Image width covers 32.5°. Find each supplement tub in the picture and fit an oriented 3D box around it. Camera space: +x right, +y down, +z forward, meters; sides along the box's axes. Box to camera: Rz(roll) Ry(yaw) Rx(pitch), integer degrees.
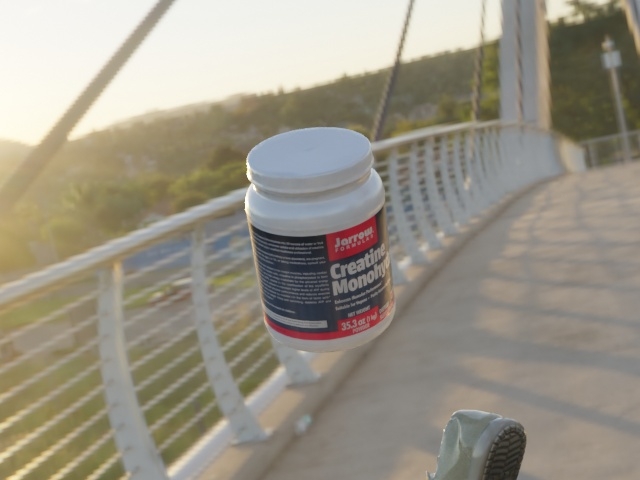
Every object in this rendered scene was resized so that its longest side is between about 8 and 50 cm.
[{"bbox_3d":[0.000,0.000,1.524,0.191,0.272,0.191,-6,27,3],"label":"supplement tub"}]

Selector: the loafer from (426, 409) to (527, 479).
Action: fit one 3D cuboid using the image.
[{"bbox_3d":[0.174,0.322,1.347,0.102,0.268,0.092,4,21,-38],"label":"loafer"}]
